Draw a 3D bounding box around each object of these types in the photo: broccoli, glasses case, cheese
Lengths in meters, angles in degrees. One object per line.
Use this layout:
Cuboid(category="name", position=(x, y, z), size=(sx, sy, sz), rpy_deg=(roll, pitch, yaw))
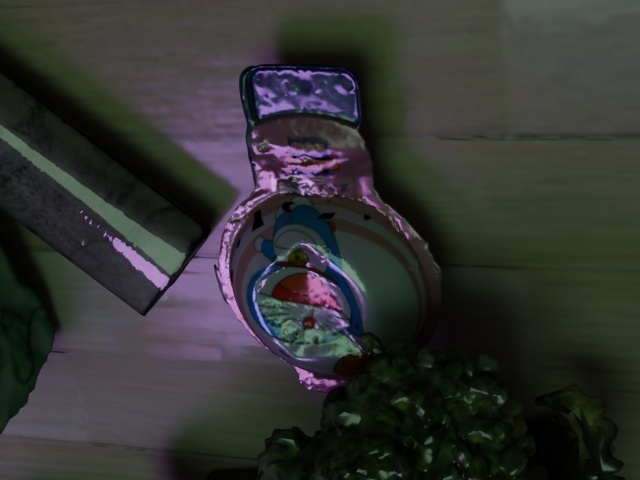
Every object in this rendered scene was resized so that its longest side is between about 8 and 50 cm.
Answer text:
Cuboid(category="broccoli", position=(0.075, 0.236, 0.909), size=(0.334, 0.272, 0.324), rpy_deg=(42, 127, -17))
Cuboid(category="glasses case", position=(-0.233, -0.063, 0.980), size=(0.299, 0.060, 0.114), rpy_deg=(38, 132, -4))
Cuboid(category="cheese", position=(0.000, 0.000, 0.921), size=(0.188, 0.074, 0.286), rpy_deg=(3, 120, 18))

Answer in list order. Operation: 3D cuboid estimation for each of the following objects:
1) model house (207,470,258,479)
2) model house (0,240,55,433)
Cuboid(category="model house", position=(-0.015, 0.296, 1.077), size=(0.278, 0.205, 0.218), rpy_deg=(-22, 115, -1))
Cuboid(category="model house", position=(-0.441, 0.056, 1.047), size=(0.324, 0.194, 0.267), rpy_deg=(4, 138, 29))
